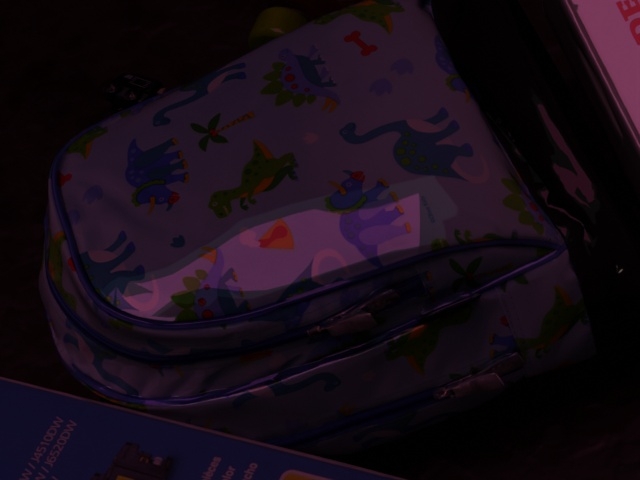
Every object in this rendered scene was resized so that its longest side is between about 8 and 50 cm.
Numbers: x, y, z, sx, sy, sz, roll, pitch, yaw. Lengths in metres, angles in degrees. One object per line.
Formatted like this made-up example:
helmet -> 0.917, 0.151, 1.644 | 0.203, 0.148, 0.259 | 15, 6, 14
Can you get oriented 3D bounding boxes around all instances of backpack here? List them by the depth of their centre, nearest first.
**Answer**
backpack -> 0.000, 0.000, 1.033 | 0.356, 0.273, 0.290 | -29, 56, 14

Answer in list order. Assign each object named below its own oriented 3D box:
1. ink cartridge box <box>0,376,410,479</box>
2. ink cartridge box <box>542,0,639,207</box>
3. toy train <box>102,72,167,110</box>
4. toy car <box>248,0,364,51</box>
ink cartridge box -> -0.118, 0.210, 0.884 | 0.396, 0.270, 0.151 | 12, 57, 28
ink cartridge box -> 0.320, -0.147, 1.039 | 0.307, 0.129, 0.223 | -23, 70, 2
toy train -> -0.104, -0.102, 1.267 | 0.158, 0.027, 0.036 | 21, 54, 32
toy car -> 0.006, -0.241, 1.221 | 0.149, 0.188, 0.155 | 8, 58, 25
